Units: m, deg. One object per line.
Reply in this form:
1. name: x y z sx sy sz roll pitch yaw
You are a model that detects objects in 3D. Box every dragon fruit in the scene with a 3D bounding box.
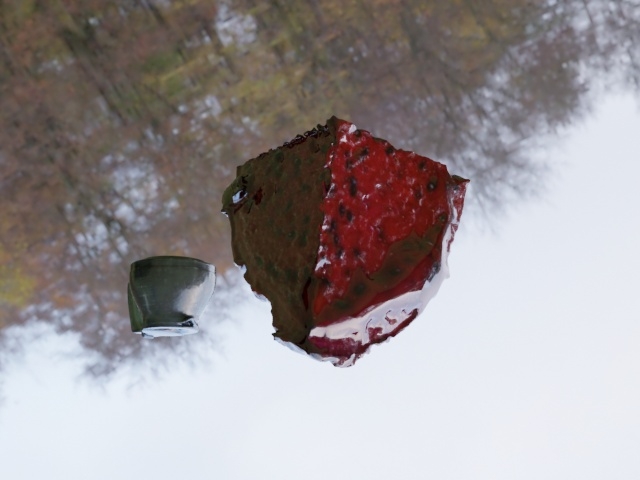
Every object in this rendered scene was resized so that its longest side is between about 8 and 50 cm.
1. dragon fruit: 0.000 0.000 1.307 0.302 0.240 0.330 -2 -132 20

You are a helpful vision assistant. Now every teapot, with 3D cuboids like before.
1. teapot: -0.120 0.045 0.839 0.088 0.066 0.057 -13 -109 45
